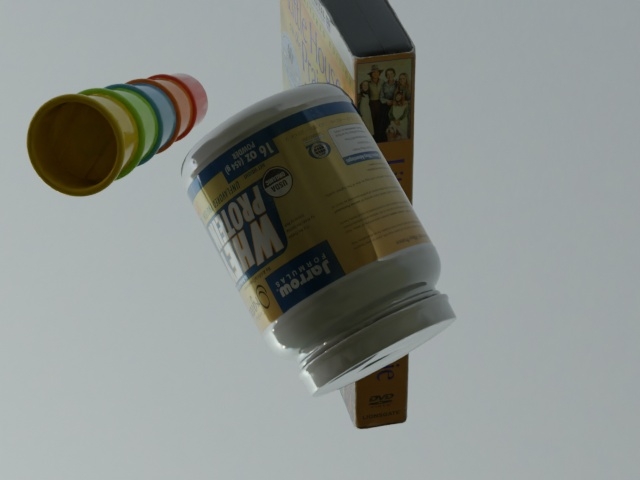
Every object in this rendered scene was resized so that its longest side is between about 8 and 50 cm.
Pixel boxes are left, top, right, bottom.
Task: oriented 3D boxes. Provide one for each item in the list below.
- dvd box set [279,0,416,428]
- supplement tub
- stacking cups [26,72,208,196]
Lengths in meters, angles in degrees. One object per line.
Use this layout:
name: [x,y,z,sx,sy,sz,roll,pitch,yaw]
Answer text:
dvd box set: [0.022,-0.069,1.466,0.062,0.307,0.420,-9,-53,-11]
supplement tub: [0.000,0.000,1.102,0.144,0.144,0.200,-35,-103,27]
stacking cups: [-0.191,-0.124,1.481,0.096,0.316,0.096,3,-75,11]
